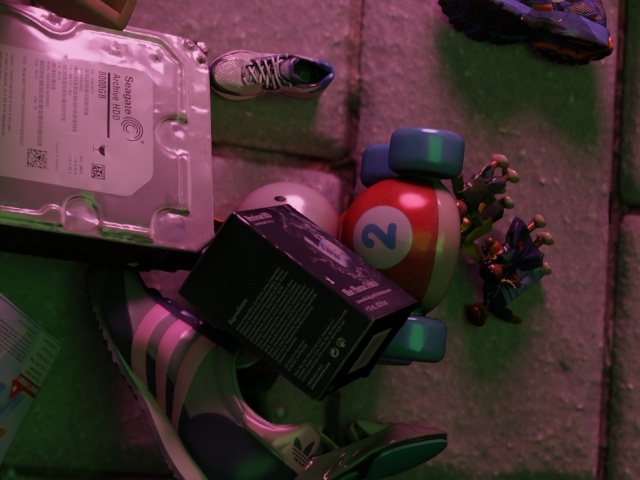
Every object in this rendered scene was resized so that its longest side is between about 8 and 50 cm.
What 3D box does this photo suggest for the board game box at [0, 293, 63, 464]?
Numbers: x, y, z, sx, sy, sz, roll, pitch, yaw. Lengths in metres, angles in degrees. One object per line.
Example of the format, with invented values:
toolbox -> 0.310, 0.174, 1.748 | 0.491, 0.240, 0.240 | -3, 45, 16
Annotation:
board game box -> -0.378, 0.159, 1.399 | 0.318, 0.066, 0.318 | -64, 152, -16

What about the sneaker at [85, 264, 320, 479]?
sneaker -> -0.105, 0.114, 1.522 | 0.131, 0.319, 0.112 | -35, 144, 2

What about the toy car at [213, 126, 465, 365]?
toy car -> 0.000, 0.000, 1.630 | 0.238, 0.210, 0.219 | 7, 83, -12

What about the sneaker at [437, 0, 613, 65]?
sneaker -> 0.218, -0.258, 1.819 | 0.221, 0.083, 0.087 | 16, 66, -28

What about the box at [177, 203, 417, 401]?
box -> -0.017, 0.050, 1.489 | 0.158, 0.156, 0.093 | 36, 103, 11

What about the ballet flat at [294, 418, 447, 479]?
ballet flat -> 0.031, 0.215, 1.691 | 0.213, 0.072, 0.068 | -20, 64, -28

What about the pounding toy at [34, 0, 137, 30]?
pounding toy -> -0.185, -0.281, 1.476 | 0.206, 0.094, 0.181 | 31, 79, -54

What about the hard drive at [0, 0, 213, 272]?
hard drive -> -0.264, -0.103, 1.540 | 0.339, 0.064, 0.237 | 10, 62, -24

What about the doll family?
doll family -> 0.178, 0.008, 1.772 | 0.111, 0.076, 0.193 | -42, 106, -27

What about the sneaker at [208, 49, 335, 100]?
sneaker -> -0.047, -0.170, 1.689 | 0.135, 0.058, 0.052 | -4, 87, -25
